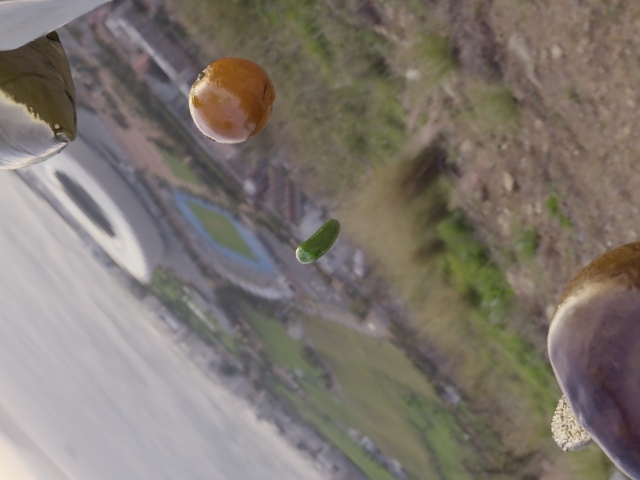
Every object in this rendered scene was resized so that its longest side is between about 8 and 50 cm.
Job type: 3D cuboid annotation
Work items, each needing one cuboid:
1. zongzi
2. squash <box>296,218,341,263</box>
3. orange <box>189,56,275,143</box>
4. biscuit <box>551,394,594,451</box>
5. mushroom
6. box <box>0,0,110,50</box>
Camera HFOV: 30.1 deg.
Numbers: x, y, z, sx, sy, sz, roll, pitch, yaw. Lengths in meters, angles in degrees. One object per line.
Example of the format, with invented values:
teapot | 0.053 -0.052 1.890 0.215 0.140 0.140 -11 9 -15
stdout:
zongzi | -0.373 -0.131 1.148 0.300 0.274 0.145 -128 38 -69
squash | 0.001 0.000 1.237 0.027 0.089 0.027 13 122 22
orange | -0.082 -0.131 1.112 0.083 0.083 0.083 40 161 17
biscuit | 0.301 0.183 1.330 0.015 0.120 0.120 33 165 -15
mushroom | 0.368 0.116 1.206 0.267 0.267 0.254 50 -163 -13
box | -0.233 -0.121 0.553 0.155 0.243 0.067 -9 94 54
